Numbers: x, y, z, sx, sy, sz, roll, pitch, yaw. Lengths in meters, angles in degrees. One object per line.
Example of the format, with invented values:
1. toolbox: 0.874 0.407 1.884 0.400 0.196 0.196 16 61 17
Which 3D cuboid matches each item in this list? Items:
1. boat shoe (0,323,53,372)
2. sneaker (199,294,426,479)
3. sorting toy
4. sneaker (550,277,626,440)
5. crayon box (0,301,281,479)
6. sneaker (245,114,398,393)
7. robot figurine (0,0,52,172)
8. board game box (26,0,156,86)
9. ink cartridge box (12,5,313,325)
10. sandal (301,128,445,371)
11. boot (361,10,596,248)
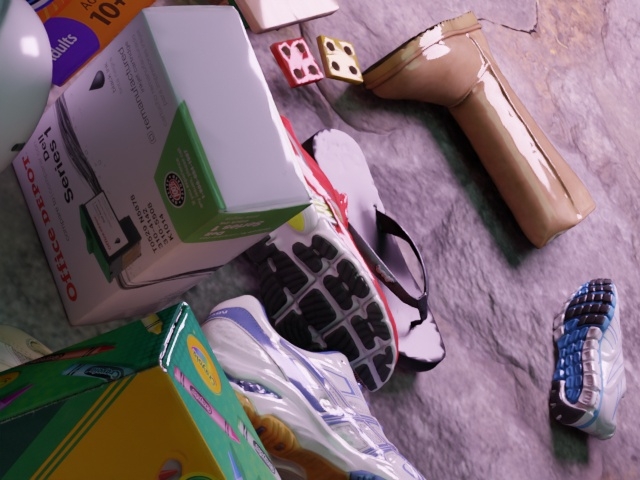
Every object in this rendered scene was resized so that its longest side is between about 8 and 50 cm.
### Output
1. boat shoe: -0.134 0.173 0.876 0.302 0.109 0.098 41 24 -13
2. sneaker: 0.016 0.156 1.026 0.296 0.112 0.131 41 43 -20
3. sorting toy: -0.059 -0.259 1.255 0.132 0.046 0.274 -27 86 -49
4. sneaker: 0.299 0.130 1.361 0.083 0.071 0.190 38 53 -31
5. crayon box: -0.101 0.193 0.780 0.081 0.165 0.278 -79 146 -66
6. sneaker: 0.000 0.000 1.117 0.279 0.107 0.118 62 32 1
7. robot figurine: -0.317 -0.141 0.839 0.278 0.173 0.209 33 52 -26
8. board game box: -0.217 -0.414 0.958 0.356 0.356 0.356 31 48 -28
9. ink cartridge box: -0.126 -0.049 0.932 0.092 0.219 0.160 -11 73 -44
10. sandal: 0.051 0.006 1.194 0.097 0.054 0.254 -14 77 -48
11. boot: 0.183 -0.111 1.372 0.236 0.089 0.269 -33 92 -49
